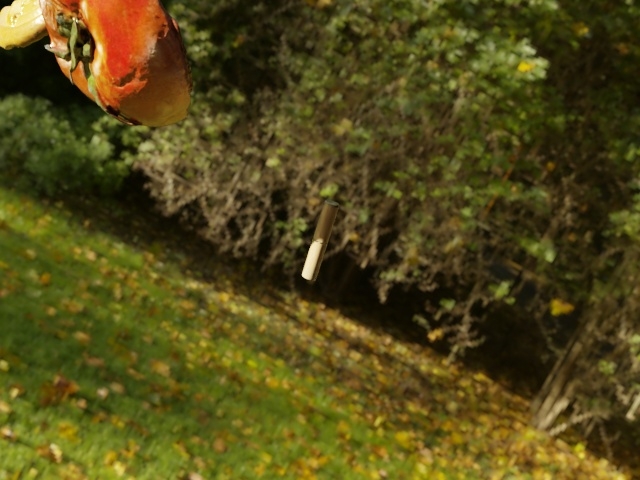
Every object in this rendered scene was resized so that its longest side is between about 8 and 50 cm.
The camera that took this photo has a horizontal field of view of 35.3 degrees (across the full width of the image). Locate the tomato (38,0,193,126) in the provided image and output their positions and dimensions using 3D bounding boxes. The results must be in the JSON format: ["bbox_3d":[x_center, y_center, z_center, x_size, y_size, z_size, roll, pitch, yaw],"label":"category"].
[{"bbox_3d":[-0.232,-0.218,1.064,0.228,0.101,0.228,45,-29,33],"label":"tomato"}]

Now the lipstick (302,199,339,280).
[{"bbox_3d":[0.000,0.000,1.149,0.019,0.094,0.019,16,16,-5],"label":"lipstick"}]

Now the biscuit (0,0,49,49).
[{"bbox_3d":[-0.412,-0.349,1.496,0.033,0.224,0.145,47,32,-36],"label":"biscuit"}]
